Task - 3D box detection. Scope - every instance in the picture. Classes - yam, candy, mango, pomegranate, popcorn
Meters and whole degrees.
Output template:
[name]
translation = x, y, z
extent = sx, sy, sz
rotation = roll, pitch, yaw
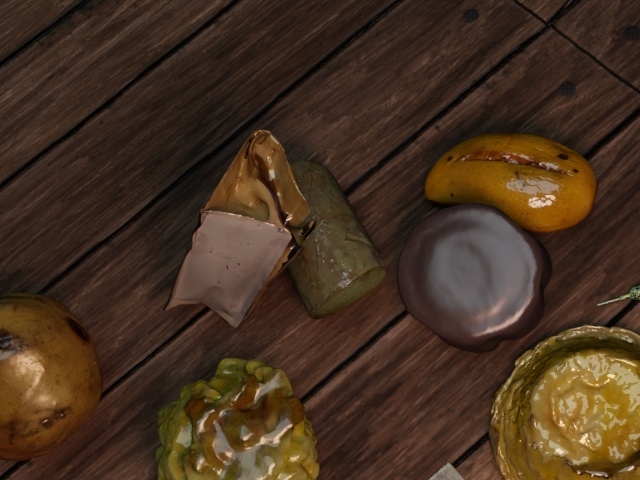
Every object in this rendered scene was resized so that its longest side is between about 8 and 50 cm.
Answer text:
[yam]
translation = 0.000, 0.000, 1.930
extent = 0.161, 0.161, 0.268
rotation = -28, 62, -3
[candy]
translation = 0.493, 0.093, 1.854
extent = 0.083, 0.023, 0.025
rotation = -17, 19, 10
[mango]
translation = 0.324, -0.105, 1.932
extent = 0.295, 0.120, 0.177
rotation = 13, 66, 18
[pomegranate]
translation = -0.494, 0.221, 1.870
extent = 0.281, 0.281, 0.281
rotation = -5, 63, 10
[popcorn]
translation = -0.131, 0.316, 1.756
extent = 0.293, 0.237, 0.293
rotation = -3, 66, 7

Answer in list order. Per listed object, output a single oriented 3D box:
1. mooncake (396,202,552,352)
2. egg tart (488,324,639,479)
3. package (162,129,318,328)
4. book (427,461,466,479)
[mooncake]
translation = 0.251, 0.061, 1.835
extent = 0.245, 0.133, 0.245
rotation = -6, 75, 24
[egg tart]
translation = 0.422, 0.274, 1.720
extent = 0.345, 0.132, 0.345
rotation = -6, 61, 11
[package]
translation = -0.121, 0.005, 1.871
extent = 0.165, 0.311, 0.221
rotation = 30, 51, -2
[book]
translation = 0.174, 0.442, 1.754
extent = 0.172, 0.012, 0.118
rotation = -40, 62, -9
